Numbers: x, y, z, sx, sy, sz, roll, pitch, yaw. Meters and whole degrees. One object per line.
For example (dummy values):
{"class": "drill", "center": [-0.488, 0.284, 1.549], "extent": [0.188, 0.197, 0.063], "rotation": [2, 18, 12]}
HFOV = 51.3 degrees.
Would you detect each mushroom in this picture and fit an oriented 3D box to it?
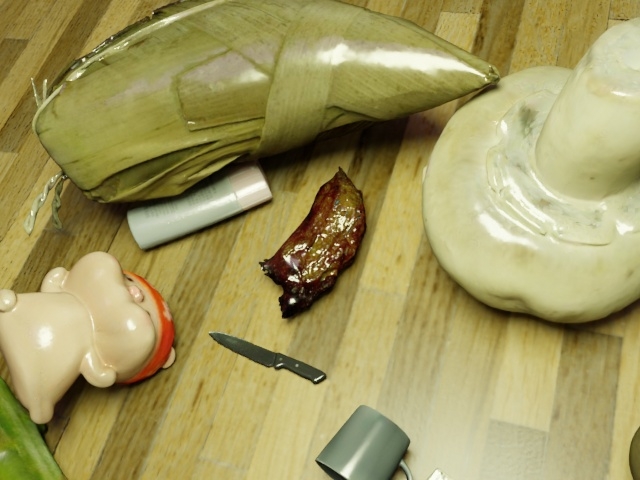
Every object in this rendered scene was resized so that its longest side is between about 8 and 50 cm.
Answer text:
{"class": "mushroom", "center": [0.261, -0.083, 0.685], "extent": [0.315, 0.336, 0.314], "rotation": [-1, 61, 1]}

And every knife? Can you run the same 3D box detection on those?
{"class": "knife", "center": [-0.070, 0.143, 0.823], "extent": [0.170, 0.010, 0.023], "rotation": [18, 60, 24]}

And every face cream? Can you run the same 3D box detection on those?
{"class": "face cream", "center": [-0.168, -0.052, 0.934], "extent": [0.198, 0.057, 0.084], "rotation": [-21, 47, -1]}

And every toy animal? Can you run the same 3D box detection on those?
{"class": "toy animal", "center": [-0.276, 0.110, 0.801], "extent": [0.198, 0.171, 0.171], "rotation": [-19, 49, -40]}

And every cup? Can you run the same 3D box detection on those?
{"class": "cup", "center": [0.057, 0.233, 0.705], "extent": [0.100, 0.078, 0.077], "rotation": [37, 69, 9]}

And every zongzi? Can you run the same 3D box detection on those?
{"class": "zongzi", "center": [-0.125, -0.148, 0.783], "extent": [0.500, 0.218, 0.467], "rotation": [-34, 33, -18]}

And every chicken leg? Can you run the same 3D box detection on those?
{"class": "chicken leg", "center": [0.000, 0.000, 0.861], "extent": [0.105, 0.063, 0.234], "rotation": [27, 68, 21]}

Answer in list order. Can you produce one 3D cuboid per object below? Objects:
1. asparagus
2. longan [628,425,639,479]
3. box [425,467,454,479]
{"class": "asparagus", "center": [-0.355, 0.260, 0.783], "extent": [0.343, 0.085, 0.082], "rotation": [38, 86, 35]}
{"class": "longan", "center": [0.349, 0.218, 0.631], "extent": [0.106, 0.106, 0.119], "rotation": [5, 101, 16]}
{"class": "box", "center": [0.159, 0.328, 0.646], "extent": [0.198, 0.029, 0.109], "rotation": [36, 73, 27]}
